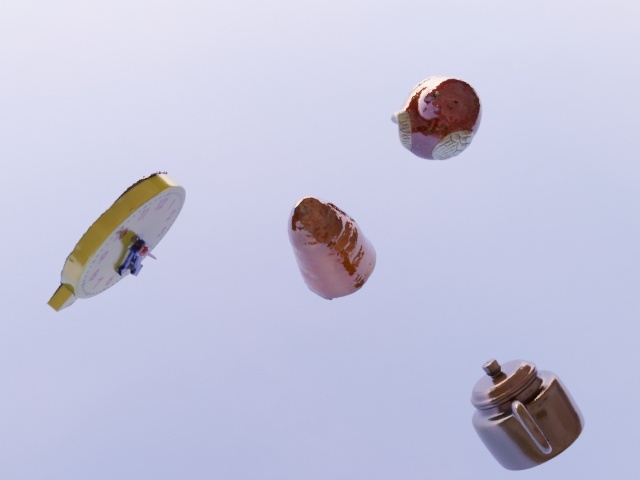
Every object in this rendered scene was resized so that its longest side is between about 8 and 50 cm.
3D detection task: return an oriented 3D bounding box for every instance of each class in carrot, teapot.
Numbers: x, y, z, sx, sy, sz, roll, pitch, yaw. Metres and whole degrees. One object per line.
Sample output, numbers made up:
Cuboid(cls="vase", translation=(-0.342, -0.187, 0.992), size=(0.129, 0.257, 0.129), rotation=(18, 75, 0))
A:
Cuboid(cls="carrot", translation=(0.000, 0.000, 1.075), size=(0.159, 0.225, 0.159), rotation=(-12, -124, 19))
Cuboid(cls="teapot", translation=(0.360, 0.301, 1.051), size=(0.185, 0.267, 0.175), rotation=(-36, -94, 6))

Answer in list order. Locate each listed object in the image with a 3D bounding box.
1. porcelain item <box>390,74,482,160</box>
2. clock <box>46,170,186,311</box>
Cuboid(cls="porcelain item", translation=(0.317, -0.351, 1.583), size=(0.252, 0.253, 0.253), rotation=(7, -125, -11))
Cuboid(cls="clock", translation=(-0.352, 0.004, 1.063), size=(0.071, 0.293, 0.277), rotation=(39, -153, 3))
